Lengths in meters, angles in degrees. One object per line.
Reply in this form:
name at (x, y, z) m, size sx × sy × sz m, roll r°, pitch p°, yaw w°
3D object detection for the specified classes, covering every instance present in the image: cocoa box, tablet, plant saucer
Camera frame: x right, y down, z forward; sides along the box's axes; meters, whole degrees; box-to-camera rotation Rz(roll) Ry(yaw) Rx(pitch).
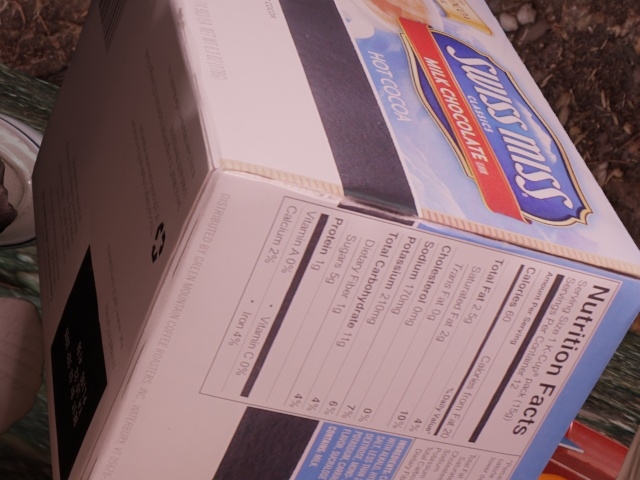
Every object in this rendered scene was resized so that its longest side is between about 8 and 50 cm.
cocoa box at (-0.014, -0.010, 0.887) m, size 0.228 × 0.231 × 0.347 m, roll 14°, pitch 30°, yaw -21°
tablet at (0.209, 0.184, 1.550) m, size 0.083 × 0.006 × 0.054 m, roll 21°, pitch 7°, yaw -28°
plant saucer at (0.309, 0.254, 1.575) m, size 0.259 × 0.047 × 0.258 m, roll 26°, pitch 8°, yaw 23°

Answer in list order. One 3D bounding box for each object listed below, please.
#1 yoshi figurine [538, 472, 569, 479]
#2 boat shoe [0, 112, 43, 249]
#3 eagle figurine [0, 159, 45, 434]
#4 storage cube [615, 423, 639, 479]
yoshi figurine at (-0.003, 0.141, 1.117) m, size 0.362 × 0.203 × 0.203 m, roll 39°, pitch 49°, yaw 7°
boat shoe at (-0.399, -0.086, 1.411) m, size 0.367 × 0.135 × 0.156 m, roll 22°, pitch 7°, yaw 11°
eagle figurine at (-0.267, 0.017, 0.836) m, size 0.225 × 0.226 × 0.298 m, roll -14°, pitch -2°, yaw -11°
storage cube at (0.280, 0.239, 1.056) m, size 0.193 × 0.183 × 0.215 m, roll 24°, pitch 7°, yaw 1°
